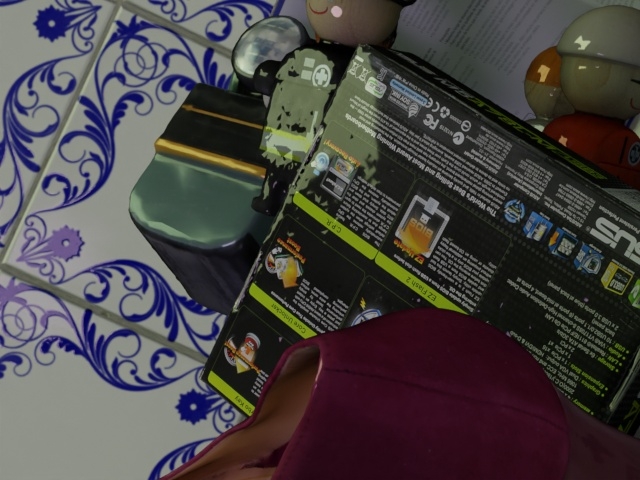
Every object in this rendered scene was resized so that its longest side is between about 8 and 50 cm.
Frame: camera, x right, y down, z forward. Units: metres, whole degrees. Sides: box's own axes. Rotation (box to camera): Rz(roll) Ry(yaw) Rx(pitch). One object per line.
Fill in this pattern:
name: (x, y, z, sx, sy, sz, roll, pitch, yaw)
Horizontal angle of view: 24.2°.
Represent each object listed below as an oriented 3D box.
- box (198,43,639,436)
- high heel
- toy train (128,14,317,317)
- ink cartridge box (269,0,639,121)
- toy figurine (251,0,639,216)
box: (0.055, 0.036, 0.656, 0.045, 0.190, 0.184, -1, -60, -54)
high heel: (-0.060, 0.114, 0.588, 0.377, 0.181, 0.127, -29, 50, 34)
toy train: (0.000, 0.000, 1.026, 0.190, 0.142, 0.334, -57, -35, -20)
ink cartridge box: (0.085, -0.145, 0.999, 0.223, 0.224, 0.045, 125, 169, -63)
toy figurine: (0.072, -0.069, 0.806, 0.209, 0.213, 0.148, -58, -18, -85)
